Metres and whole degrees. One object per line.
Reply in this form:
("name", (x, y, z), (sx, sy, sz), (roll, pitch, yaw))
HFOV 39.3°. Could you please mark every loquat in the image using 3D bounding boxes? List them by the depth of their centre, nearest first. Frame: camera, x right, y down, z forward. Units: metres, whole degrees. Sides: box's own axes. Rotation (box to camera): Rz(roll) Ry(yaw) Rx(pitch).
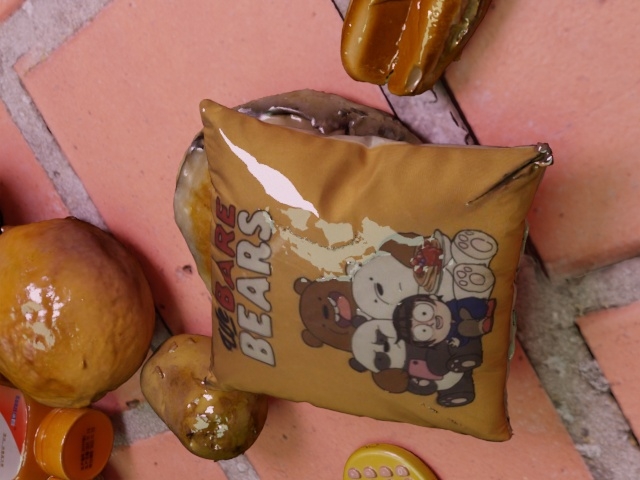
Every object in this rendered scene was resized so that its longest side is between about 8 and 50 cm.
("loquat", (-0.312, 0.087, 1.088), (0.238, 0.193, 0.239), (13, 109, 44))

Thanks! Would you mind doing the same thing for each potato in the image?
("potato", (-0.136, 0.185, 1.077), (0.176, 0.137, 0.137), (43, 132, 32))

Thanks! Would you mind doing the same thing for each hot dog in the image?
("hot dog", (0.097, -0.240, 0.738), (0.115, 0.072, 0.269), (33, 126, 15))

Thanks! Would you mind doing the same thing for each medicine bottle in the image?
("medicine bottle", (-0.410, 0.269, 1.273), (0.222, 0.112, 0.150), (6, 89, 30))

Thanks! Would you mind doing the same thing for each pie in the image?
("pie", (0.000, 0.000, 0.924), (0.339, 0.077, 0.339), (12, 122, 20))

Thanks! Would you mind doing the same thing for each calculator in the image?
("calculator", (0.105, 0.344, 1.059), (0.146, 0.032, 0.235), (-14, 104, 37))

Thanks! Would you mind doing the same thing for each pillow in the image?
("pillow", (0.034, 0.038, 0.806), (0.312, 0.119, 0.310), (10, 122, 15))

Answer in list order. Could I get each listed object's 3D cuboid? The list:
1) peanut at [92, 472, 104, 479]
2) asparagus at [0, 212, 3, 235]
("peanut", (-0.408, 0.374, 1.364), (0.227, 0.086, 0.104), (3, 141, 29))
("asparagus", (-0.434, 0.041, 1.255), (0.023, 0.022, 0.233), (-6, 111, 5))
